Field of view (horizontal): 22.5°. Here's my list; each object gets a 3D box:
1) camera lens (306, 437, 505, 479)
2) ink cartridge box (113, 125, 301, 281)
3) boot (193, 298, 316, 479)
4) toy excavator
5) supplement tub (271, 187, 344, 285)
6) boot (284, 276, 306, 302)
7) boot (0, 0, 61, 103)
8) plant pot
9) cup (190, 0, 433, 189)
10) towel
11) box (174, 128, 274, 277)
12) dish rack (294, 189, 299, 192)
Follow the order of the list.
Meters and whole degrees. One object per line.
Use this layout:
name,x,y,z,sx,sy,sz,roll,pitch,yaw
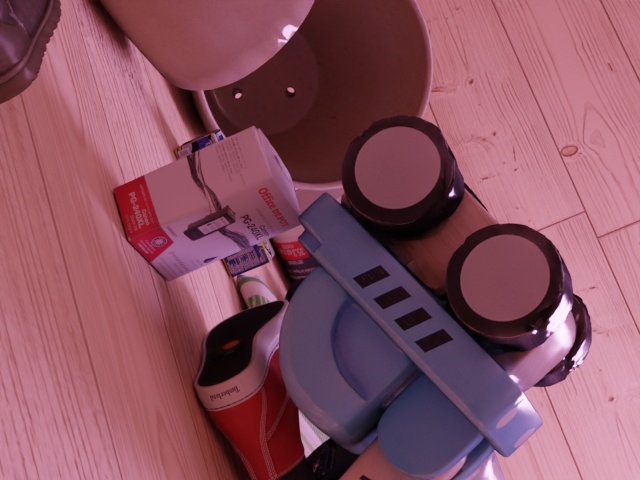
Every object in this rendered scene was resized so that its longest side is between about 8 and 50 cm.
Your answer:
camera lens,0.104,0.325,1.667,0.219,0.219,0.274,-92,162,-72
ink cartridge box,-0.104,-0.033,1.534,0.109,0.150,0.063,55,14,-61
boot,-0.048,0.170,1.607,0.244,0.088,0.176,-70,138,-68
toy excavator,0.067,0.182,1.476,0.433,0.445,0.222,47,1,22
supplement tub,0.055,0.048,2.353,0.191,0.191,0.272,-90,156,-73
boot,0.069,0.160,2.179,0.246,0.094,0.207,39,7,-29
boot,-0.278,-0.223,1.199,0.208,0.076,0.189,56,9,-29
plant pot,-0.175,-0.344,1.768,0.274,0.256,0.256,37,27,-44
cup,-0.044,-0.232,2.186,0.331,0.331,0.237,66,-18,-9
towel,-0.018,0.217,1.901,0.248,0.038,0.325,59,11,-48
box,-0.114,-0.045,1.916,0.059,0.054,0.169,-67,134,-80
dish rack,0.000,0.000,2.590,0.271,0.074,0.208,-85,152,-76
